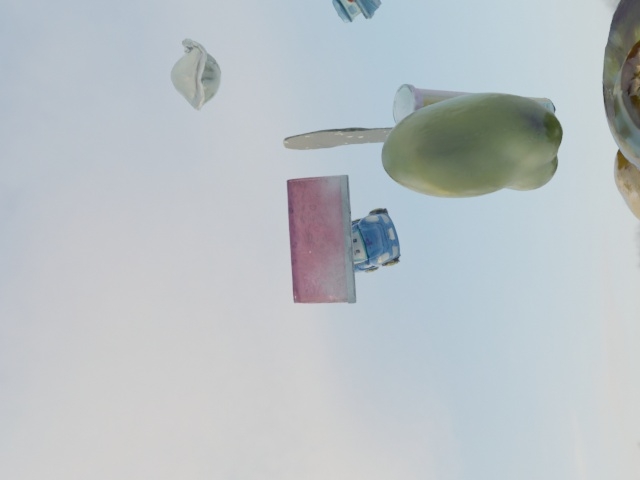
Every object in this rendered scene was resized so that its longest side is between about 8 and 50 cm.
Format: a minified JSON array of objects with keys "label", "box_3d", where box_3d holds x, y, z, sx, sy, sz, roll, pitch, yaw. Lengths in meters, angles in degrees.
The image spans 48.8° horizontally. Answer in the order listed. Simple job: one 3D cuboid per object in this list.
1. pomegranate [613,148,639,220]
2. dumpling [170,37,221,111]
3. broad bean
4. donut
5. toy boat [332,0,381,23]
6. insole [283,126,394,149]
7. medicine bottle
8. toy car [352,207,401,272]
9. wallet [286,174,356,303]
[{"label":"pomegranate","box_3d":[0.668,-0.122,1.228,0.307,0.307,0.307,19,-111,-59]},{"label":"dumpling","box_3d":[-0.304,-0.418,1.719,0.229,0.124,0.151,-118,25,-48]},{"label":"broad bean","box_3d":[0.221,-0.144,1.040,0.121,0.263,0.189,93,169,-52]},{"label":"donut","box_3d":[0.516,-0.225,0.986,0.160,0.330,0.330,-21,-72,-17]},{"label":"toy boat","box_3d":[0.043,-0.622,1.673,0.238,0.098,0.109,53,-155,-16]},{"label":"insole","box_3d":[0.046,-0.214,1.458,0.081,0.248,0.011,98,167,-72]},{"label":"medicine bottle","box_3d":[0.393,-0.322,1.772,0.426,0.108,0.108,0,-97,-23]},{"label":"toy car","box_3d":[0.147,0.011,2.376,0.166,0.314,0.198,-15,-94,-23]},{"label":"wallet","box_3d":[0.000,0.000,1.278,0.025,0.119,0.232,-13,-80,-74]}]
